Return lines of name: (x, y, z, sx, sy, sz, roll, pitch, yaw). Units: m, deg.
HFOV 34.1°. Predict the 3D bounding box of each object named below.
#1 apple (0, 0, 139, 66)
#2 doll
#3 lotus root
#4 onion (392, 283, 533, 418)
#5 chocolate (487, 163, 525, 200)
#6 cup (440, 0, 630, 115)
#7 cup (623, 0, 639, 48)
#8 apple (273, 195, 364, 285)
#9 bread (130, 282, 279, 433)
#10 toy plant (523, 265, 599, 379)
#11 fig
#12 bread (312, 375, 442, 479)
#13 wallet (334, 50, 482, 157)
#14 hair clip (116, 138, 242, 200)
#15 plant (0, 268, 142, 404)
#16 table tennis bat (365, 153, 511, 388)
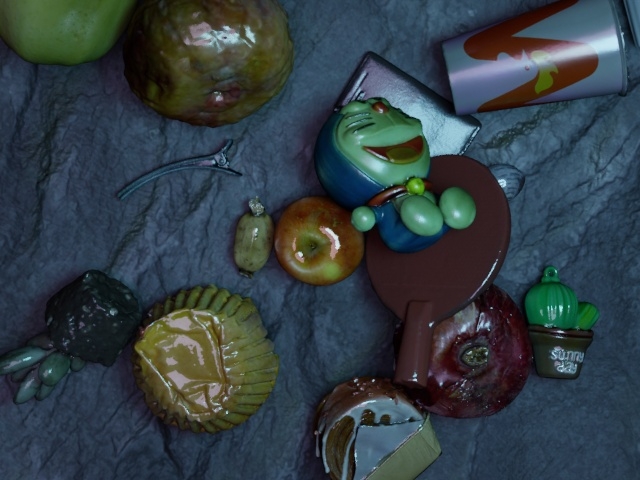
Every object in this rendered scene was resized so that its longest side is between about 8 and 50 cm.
apple: (-0.420, -0.425, 1.725, 0.279, 0.279, 0.279, 0, 95, 0)
doll: (0.104, -0.107, 1.750, 0.198, 0.186, 0.322, -7, 57, -33)
lotus root: (-0.118, -0.005, 1.863, 0.072, 0.063, 0.152, 8, 99, 9)
onion: (0.251, 0.187, 1.803, 0.252, 0.219, 0.252, 0, 83, -1)
chocolate: (0.282, -0.090, 1.852, 0.167, 0.072, 0.072, -16, 95, 4)
cup: (0.360, -0.308, 1.783, 0.288, 0.203, 0.203, -12, 95, 8)
cup: (0.617, -0.446, 1.773, 0.221, 0.167, 0.202, -14, 98, 3)
apple: (0.000, 0.000, 1.830, 0.163, 0.139, 0.163, 3, 102, 13)
bread: (-0.209, 0.220, 1.841, 0.274, 0.149, 0.274, 0, 99, 2)
toy plant: (0.431, 0.146, 1.861, 0.143, 0.105, 0.200, 6, 83, -11)
fig: (-0.189, -0.382, 1.767, 0.286, 0.286, 0.368, -6, 59, 1)
bread: (0.090, 0.351, 1.866, 0.224, 0.142, 0.212, -43, 109, 3)
wallet: (0.157, -0.223, 1.861, 0.244, 0.025, 0.124, 33, 95, -3)
hair clip: (-0.258, -0.121, 1.869, 0.229, 0.039, 0.070, -14, 95, 6)
plant: (-0.445, 0.184, 1.840, 0.274, 0.149, 0.146, -41, 120, 10)
table tennis bat: (0.186, 0.044, 1.766, 0.268, 0.051, 0.414, 0, 70, 34)
